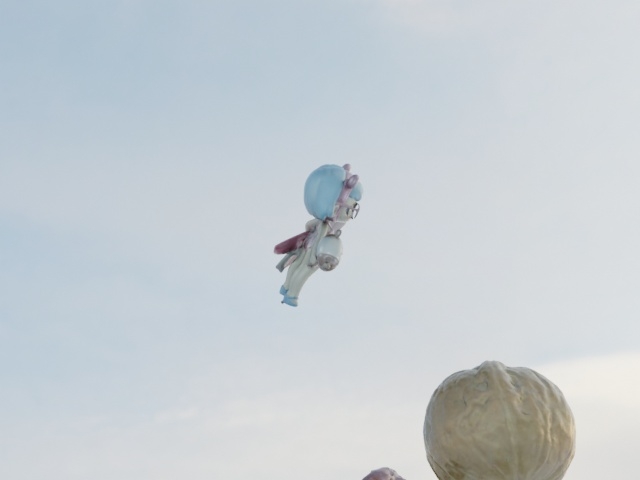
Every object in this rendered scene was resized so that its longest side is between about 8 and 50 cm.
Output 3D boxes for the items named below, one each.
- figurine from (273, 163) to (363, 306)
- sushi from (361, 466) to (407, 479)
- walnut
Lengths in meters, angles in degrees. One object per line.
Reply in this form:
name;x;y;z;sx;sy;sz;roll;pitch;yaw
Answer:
figurine;-0.012;-0.007;1.678;0.103;0.205;0.260;25;-77;-5
sushi;0.079;0.473;1.699;0.161;0.107;0.241;-59;-27;11
walnut;0.261;0.280;1.464;0.228;0.228;0.228;-3;-36;-2
